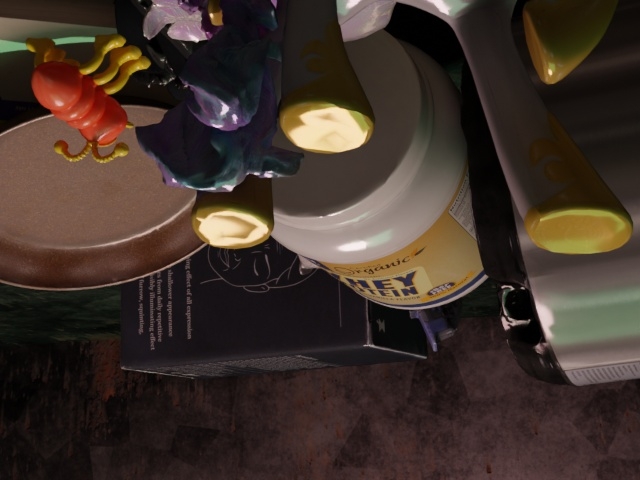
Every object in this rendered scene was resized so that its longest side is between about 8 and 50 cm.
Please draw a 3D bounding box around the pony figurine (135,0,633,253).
[{"bbox_3d":[0.018,-0.169,0.660,0.351,0.363,0.302,0,144,11],"label":"pony figurine"}]

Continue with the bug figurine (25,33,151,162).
[{"bbox_3d":[-0.273,-0.123,0.802,0.279,0.072,0.216,3,158,32],"label":"bug figurine"}]

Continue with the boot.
[{"bbox_3d":[-0.135,-0.207,0.939,0.246,0.094,0.207,55,164,-29],"label":"boot"}]

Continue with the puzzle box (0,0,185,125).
[{"bbox_3d":[-0.251,-0.134,1.147,0.409,0.052,0.272,3,141,-19],"label":"puzzle box"}]

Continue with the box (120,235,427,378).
[{"bbox_3d":[-0.070,0.034,1.618,0.396,0.293,0.212,-7,167,26],"label":"box"}]

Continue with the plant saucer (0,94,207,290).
[{"bbox_3d":[-0.233,-0.051,1.154,0.311,0.050,0.310,-12,147,-8],"label":"plant saucer"}]

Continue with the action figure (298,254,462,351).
[{"bbox_3d":[0.128,-0.004,1.376,0.330,0.341,0.178,-10,151,-8],"label":"action figure"}]

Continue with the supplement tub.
[{"bbox_3d":[0.056,-0.069,1.128,0.228,0.228,0.316,-7,162,22],"label":"supplement tub"}]

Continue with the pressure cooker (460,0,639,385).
[{"bbox_3d":[0.370,-0.062,1.028,0.421,0.375,0.370,-10,-159,21],"label":"pressure cooker"}]
